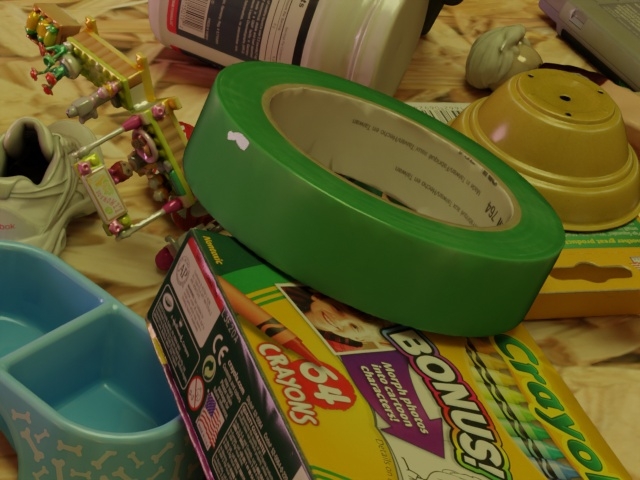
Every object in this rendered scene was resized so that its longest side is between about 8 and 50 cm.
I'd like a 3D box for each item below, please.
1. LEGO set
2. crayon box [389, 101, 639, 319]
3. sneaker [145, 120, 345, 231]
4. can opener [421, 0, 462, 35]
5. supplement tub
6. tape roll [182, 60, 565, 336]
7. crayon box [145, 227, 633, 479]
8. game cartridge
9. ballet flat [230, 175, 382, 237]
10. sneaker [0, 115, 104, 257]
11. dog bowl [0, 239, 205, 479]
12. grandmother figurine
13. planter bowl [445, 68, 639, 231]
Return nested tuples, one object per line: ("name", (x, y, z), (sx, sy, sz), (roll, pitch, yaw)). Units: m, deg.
("LEGO set", (-0.196, -0.096, 1.293), (0.107, 0.132, 0.287), (-33, 85, -25))
("crayon box", (0.200, -0.020, 1.460), (0.203, 0.083, 0.323), (-1, 37, -21))
("sneaker", (-0.073, -0.087, 1.455), (0.221, 0.087, 0.128), (-11, 43, -34))
("can opener", (0.122, -0.292, 1.705), (0.076, 0.283, 0.095), (11, 74, -6))
("supplement tub", (-0.035, -0.262, 1.618), (0.272, 0.191, 0.191), (23, 35, 12))
("tape roll", (0.046, -0.041, 1.223), (0.321, 0.077, 0.321), (22, 21, -9))
("crayon box", (0.072, 0.159, 1.077), (0.313, 0.106, 0.363), (11, 32, -33))
("game cartridge", (0.462, -0.236, 1.882), (0.230, 0.068, 0.355), (-11, 42, -26))
("ballet flat", (0.000, 0.000, 1.377), (0.247, 0.083, 0.087), (-32, 85, -45))
("sneaker", (-0.248, -0.068, 1.326), (0.090, 0.115, 0.232), (5, 30, 3))
("dog bowl", (-0.211, 0.099, 1.152), (0.297, 0.074, 0.166), (33, 39, 24))
("grandmother figurine", (0.316, -0.154, 1.687), (0.342, 0.104, 0.208), (29, 10, 25))
("planter bowl", (0.231, -0.108, 1.442), (0.217, 0.090, 0.217), (10, 35, -7))
